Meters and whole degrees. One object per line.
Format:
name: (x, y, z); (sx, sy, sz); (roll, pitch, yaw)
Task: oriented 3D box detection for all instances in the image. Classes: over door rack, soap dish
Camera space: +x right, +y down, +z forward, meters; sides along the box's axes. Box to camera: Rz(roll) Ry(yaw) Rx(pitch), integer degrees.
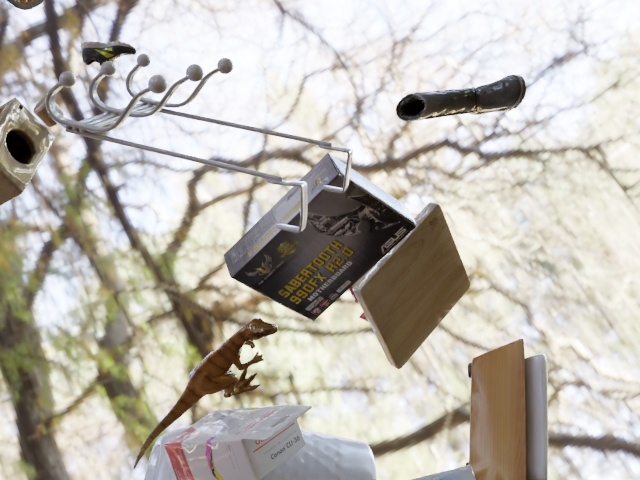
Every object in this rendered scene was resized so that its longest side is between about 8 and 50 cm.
over door rack: (-0.122, -0.140, 1.311); (0.239, 0.324, 0.108); (-43, -24, -69)
soap dish: (0.288, 0.308, 1.695); (0.118, 0.229, 0.291); (-1, -28, 11)

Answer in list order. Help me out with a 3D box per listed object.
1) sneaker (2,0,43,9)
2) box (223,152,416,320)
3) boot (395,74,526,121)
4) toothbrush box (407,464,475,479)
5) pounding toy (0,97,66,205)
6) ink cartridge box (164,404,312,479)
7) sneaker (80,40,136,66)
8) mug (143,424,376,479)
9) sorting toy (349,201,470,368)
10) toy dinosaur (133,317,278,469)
sneaker: (-0.412, -0.411, 1.292); (0.108, 0.121, 0.302); (-43, -46, -25)
box: (0.000, 0.000, 1.656); (0.231, 0.056, 0.183); (-43, -48, 18)
boot: (0.284, -0.287, 2.250); (0.208, 0.076, 0.189); (-1, -13, -36)
toothbrush box: (0.135, 0.468, 1.437); (0.216, 0.295, 0.126); (-13, -36, 1)
pounding toy: (-0.432, -0.148, 1.548); (0.181, 0.206, 0.094); (-23, -57, 30)
ink cartridge box: (-0.105, 0.284, 1.551); (0.198, 0.067, 0.115); (-12, 11, 40)
sneaker: (-0.314, -0.275, 1.651); (0.083, 0.035, 0.031); (0, -6, 2)
mug: (-0.100, 0.419, 1.699); (0.328, 0.276, 0.374); (14, -4, -12)
sorting toy: (0.171, 0.085, 2.299); (0.257, 0.089, 0.255); (-47, -46, -22)
toy dinosaur: (-0.129, 0.158, 1.239); (0.211, 0.064, 0.112); (-49, -24, 6)
